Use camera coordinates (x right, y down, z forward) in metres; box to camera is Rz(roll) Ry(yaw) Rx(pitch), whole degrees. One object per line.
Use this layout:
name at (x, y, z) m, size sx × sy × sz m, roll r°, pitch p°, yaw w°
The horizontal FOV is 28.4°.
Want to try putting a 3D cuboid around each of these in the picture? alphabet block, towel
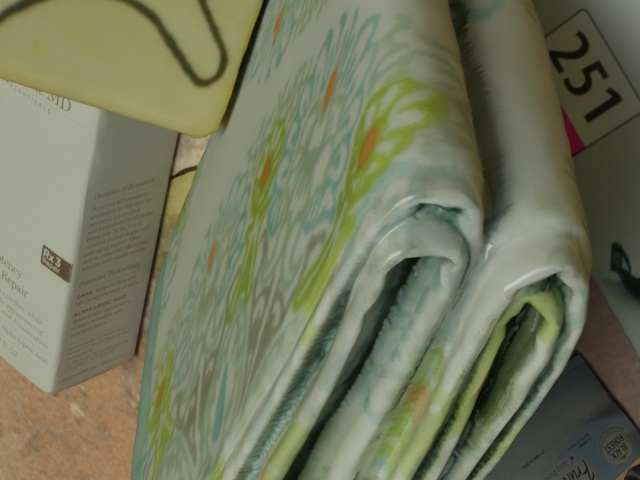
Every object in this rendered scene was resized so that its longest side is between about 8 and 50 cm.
alphabet block at (-0.147, -0.181, 0.648) m, size 0.193 × 0.197 × 0.192 m, roll 31°, pitch 103°, yaw 50°
towel at (0.000, 0.000, 0.579) m, size 0.374 × 0.090 × 0.320 m, roll -92°, pitch 24°, yaw -51°

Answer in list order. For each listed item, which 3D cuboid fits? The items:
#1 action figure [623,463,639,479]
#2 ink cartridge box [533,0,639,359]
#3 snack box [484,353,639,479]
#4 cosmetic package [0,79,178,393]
action figure at (0.230, 0.015, 0.421) m, size 0.185 × 0.285 × 0.099 m, roll 37°, pitch 162°, yaw 47°
ink cartridge box at (0.214, -0.041, 0.533) m, size 0.239 × 0.060 × 0.275 m, roll -36°, pitch 80°, yaw 44°
snack box at (0.049, 0.163, 0.670) m, size 0.070 × 0.174 × 0.207 m, roll 53°, pitch 132°, yaw 13°
cosmetic package at (-0.176, -0.024, 0.868) m, size 0.117 × 0.085 × 0.231 m, roll 32°, pitch 125°, yaw 29°
